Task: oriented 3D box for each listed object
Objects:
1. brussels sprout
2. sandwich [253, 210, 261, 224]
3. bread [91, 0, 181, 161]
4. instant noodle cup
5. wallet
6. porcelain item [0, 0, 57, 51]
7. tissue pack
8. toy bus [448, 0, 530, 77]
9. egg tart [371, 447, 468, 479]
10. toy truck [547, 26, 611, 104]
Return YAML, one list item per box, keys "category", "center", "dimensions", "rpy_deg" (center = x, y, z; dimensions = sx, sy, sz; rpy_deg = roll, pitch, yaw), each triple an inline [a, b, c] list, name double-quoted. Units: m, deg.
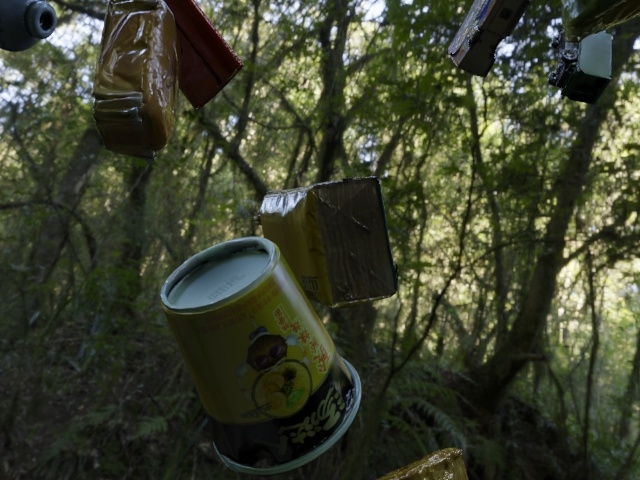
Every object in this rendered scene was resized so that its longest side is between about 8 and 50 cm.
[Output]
- category: "brussels sprout"
  center: [0.341, -0.297, 0.671]
  dimensions: [0.101, 0.139, 0.181]
  rpy_deg: [58, -16, -9]
- category: "sandwich"
  center: [-0.098, -0.051, 1.352]
  dimensions: [0.104, 0.036, 0.093]
  rpy_deg: [0, 0, 31]
- category: "bread"
  center: [-0.273, -0.253, 0.887]
  dimensions: [0.106, 0.241, 0.136]
  rpy_deg: [0, -25, -4]
- category: "instant noodle cup"
  center: [-0.080, 0.129, 0.723]
  dimensions: [0.215, 0.215, 0.236]
  rpy_deg: [-4, -60, 30]
- category: "wallet"
  center: [-0.252, -0.366, 1.092]
  dimensions: [0.142, 0.045, 0.204]
  rpy_deg: [-33, -81, 32]
- category: "porcelain item"
  center: [-0.621, -0.441, 1.093]
  dimensions: [0.259, 0.141, 0.141]
  rpy_deg: [19, -30, 12]
- category: "tissue pack"
  center: [0.000, 0.000, 0.964]
  dimensions: [0.134, 0.192, 0.271]
  rpy_deg: [-11, 4, -19]
- category: "toy bus"
  center: [0.378, -0.498, 1.249]
  dimensions: [0.090, 0.112, 0.274]
  rpy_deg: [14, -55, -23]
- category: "egg tart"
  center: [0.076, 0.306, 0.569]
  dimensions: [0.202, 0.147, 0.203]
  rpy_deg: [-21, -21, -8]
- category: "toy truck"
  center: [0.414, -0.298, 0.932]
  dimensions: [0.079, 0.147, 0.065]
  rpy_deg: [12, -28, 4]
